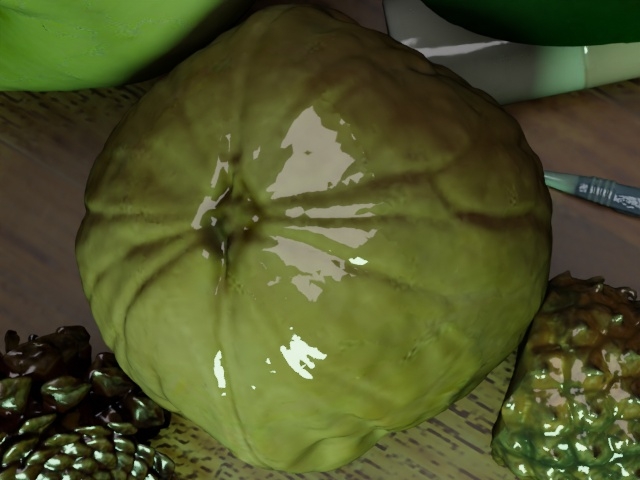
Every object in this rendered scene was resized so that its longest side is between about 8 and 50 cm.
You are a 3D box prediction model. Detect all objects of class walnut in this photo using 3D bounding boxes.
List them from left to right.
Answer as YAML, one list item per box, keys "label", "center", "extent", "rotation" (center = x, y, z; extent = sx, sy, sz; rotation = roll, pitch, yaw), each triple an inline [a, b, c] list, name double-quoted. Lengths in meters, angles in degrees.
- label: "walnut"
  center: [0.000, 0.000, 0.754]
  extent: [0.228, 0.228, 0.228]
  rotation: [-1, 83, 5]

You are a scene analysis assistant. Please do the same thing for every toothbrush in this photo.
- label: "toothbrush"
  center: [0.159, -0.025, 0.846]
  extent: [0.219, 0.019, 0.016]
  rotation: [17, 80, 7]

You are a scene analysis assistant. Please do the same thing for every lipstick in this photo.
- label: "lipstick"
  center: [0.163, -0.120, 0.831]
  extent: [0.254, 0.070, 0.070]
  rotation: [-12, 82, 3]

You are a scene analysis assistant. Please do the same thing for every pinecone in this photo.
- label: "pinecone"
  center: [-0.143, 0.107, 0.802]
  extent: [0.140, 0.140, 0.121]
  rotation: [-32, 37, 0]

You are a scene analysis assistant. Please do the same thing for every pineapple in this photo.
- label: "pineapple"
  center: [0.209, 0.106, 0.787]
  extent: [0.251, 0.125, 0.125]
  rotation: [24, 86, 2]

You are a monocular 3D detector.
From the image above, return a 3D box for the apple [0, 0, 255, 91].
- label: "apple"
  center: [-0.161, -0.242, 0.747]
  extent: [0.357, 0.357, 0.357]
  rotation: [-1, 83, 5]

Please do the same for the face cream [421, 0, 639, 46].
- label: "face cream"
  center: [0.123, -0.293, 0.732]
  extent: [0.219, 0.312, 0.357]
  rotation: [-16, 67, 25]
